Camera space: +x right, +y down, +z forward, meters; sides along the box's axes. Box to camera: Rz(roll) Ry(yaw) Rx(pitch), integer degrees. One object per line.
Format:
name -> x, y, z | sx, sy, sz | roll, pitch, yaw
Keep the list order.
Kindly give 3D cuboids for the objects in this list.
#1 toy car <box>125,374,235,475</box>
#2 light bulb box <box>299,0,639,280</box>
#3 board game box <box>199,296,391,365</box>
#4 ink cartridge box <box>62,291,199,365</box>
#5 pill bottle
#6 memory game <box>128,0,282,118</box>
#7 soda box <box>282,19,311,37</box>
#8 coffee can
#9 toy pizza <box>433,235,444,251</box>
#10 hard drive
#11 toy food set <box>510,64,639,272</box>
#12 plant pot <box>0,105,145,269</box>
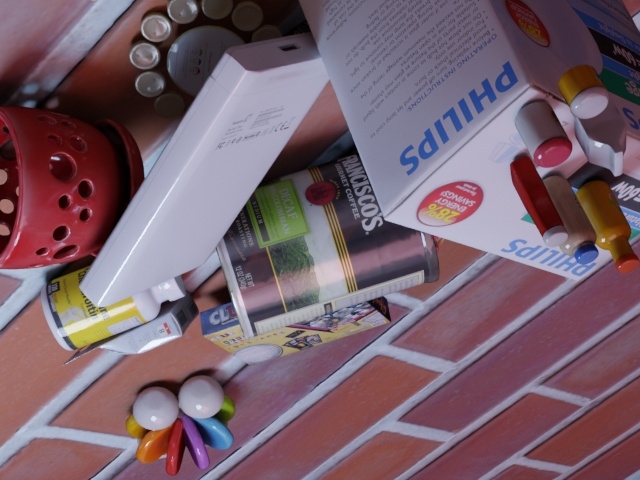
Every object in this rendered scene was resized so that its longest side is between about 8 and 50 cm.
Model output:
toy car -> -0.222, 0.316, 2.288 | 0.182, 0.136, 0.159 | -13, 146, -10
light bulb box -> 0.204, -0.188, 1.579 | 0.358, 0.361, 0.225 | 16, 133, -42
board game box -> -0.036, 0.115, 2.098 | 0.243, 0.042, 0.165 | -18, 153, 17
ink cartridge box -> -0.272, 0.142, 2.024 | 0.179, 0.045, 0.145 | -28, -174, 9
pill bottle -> -0.286, 0.076, 1.939 | 0.184, 0.103, 0.103 | -22, 147, 2
memory game -> -0.132, -0.212, 1.636 | 0.186, 0.012, 0.186 | -4, 128, -5
soda box -> -0.043, -0.208, 1.702 | 0.169, 0.053, 0.060 | -32, 145, 17
coffee can -> 0.000, 0.000, 1.888 | 0.275, 0.201, 0.201 | -18, 147, -3
toy pizza -> 0.120, 0.009, 2.080 | 0.201, 0.032, 0.201 | -25, 149, -16
hard drive -> -0.122, -0.085, 1.617 | 0.353, 0.047, 0.233 | -54, 165, 28
toy food set -> 0.256, -0.056, 1.372 | 0.111, 0.104, 0.232 | -19, 146, -3
plant pot -> -0.313, -0.059, 1.654 | 0.174, 0.191, 0.191 | 3, 141, -35
